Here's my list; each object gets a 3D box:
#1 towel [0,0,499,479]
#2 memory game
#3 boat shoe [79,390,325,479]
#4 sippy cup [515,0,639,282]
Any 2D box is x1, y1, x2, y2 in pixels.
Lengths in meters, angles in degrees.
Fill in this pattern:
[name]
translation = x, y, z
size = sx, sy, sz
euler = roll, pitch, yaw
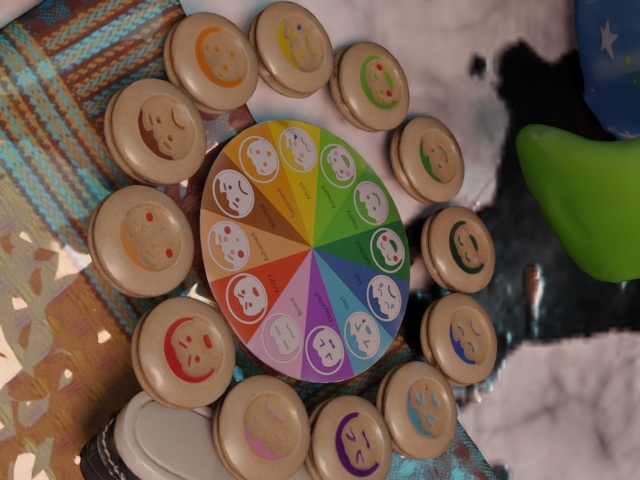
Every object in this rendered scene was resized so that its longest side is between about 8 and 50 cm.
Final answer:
[towel]
translation = -0.133, 0.108, 0.392
size = 0.370, 0.040, 0.271
euler = -38, 105, -16
[memory game]
translation = 0.000, 0.000, 0.417
size = 0.186, 0.012, 0.186
euler = 13, 69, -37
[boat shoe]
translation = -0.025, 0.095, 0.399
size = 0.125, 0.038, 0.046
euler = 32, 42, -25
[sippy cup]
translation = 0.220, -0.096, 0.426
size = 0.306, 0.224, 0.240
euler = 5, 91, -21
